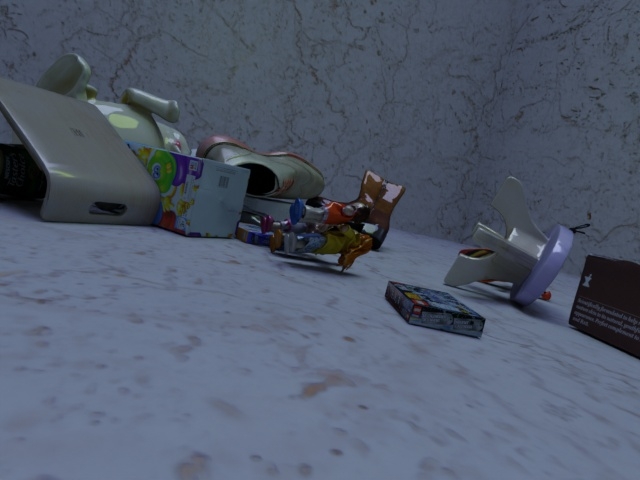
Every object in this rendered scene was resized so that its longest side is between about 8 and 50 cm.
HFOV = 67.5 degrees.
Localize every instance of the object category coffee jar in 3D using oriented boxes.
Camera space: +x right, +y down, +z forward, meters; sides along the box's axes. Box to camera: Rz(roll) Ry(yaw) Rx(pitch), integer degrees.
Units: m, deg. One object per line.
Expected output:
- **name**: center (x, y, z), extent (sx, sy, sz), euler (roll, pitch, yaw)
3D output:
- **coffee jar**: center (-0.524, -0.117, 0.784), extent (0.079, 0.096, 0.184), euler (11, 6, 6)

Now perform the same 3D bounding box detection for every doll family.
- **doll family**: center (0.000, 0.000, 0.878), extent (0.163, 0.118, 0.263), euler (1, -5, -24)

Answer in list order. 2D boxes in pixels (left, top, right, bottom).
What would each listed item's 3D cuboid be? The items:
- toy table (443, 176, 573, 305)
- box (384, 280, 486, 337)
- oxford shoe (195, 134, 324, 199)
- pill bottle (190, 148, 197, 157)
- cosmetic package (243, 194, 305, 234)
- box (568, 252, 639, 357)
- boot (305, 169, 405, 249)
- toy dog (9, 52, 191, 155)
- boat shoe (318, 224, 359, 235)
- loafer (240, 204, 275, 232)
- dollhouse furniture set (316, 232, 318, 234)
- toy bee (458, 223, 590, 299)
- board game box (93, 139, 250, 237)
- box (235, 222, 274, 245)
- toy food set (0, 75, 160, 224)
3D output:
- **toy table**: center (0.384, 0.018, 0.972), extent (0.161, 0.252, 0.274), euler (32, 1, 14)
- **box**: center (0.146, 0.088, 0.637), extent (0.093, 0.027, 0.137), euler (11, 6, -6)
- **oxford shoe**: center (-0.127, -0.153, 1.253), extent (0.397, 0.140, 0.146), euler (6, 33, -42)
- **pill bottle**: center (-0.371, -0.205, 1.597), extent (0.181, 0.182, 0.323), euler (14, 5, 11)
- **cosmetic package**: center (-0.143, -0.074, 1.318), extent (0.117, 0.086, 0.231), euler (16, 5, 34)
- **box**: center (0.635, 0.134, 0.766), extent (0.381, 0.143, 0.191), euler (14, 6, -10)
- **boot**: center (0.115, -0.135, 1.480), extent (0.264, 0.280, 0.096), euler (22, -39, 5)
- **toy dog**: center (-0.514, -0.218, 1.225), extent (0.395, 0.285, 0.408), euler (-25, -10, 25)
- **boat shoe**: center (0.036, -0.024, 1.327), extent (0.060, 0.064, 0.178), euler (12, 8, -35)
- **loafer**: center (-0.160, -0.045, 1.104), extent (0.061, 0.062, 0.170), euler (23, 11, 36)
- **dollhouse furniture set**: center (0.073, -0.069, 1.556), extent (0.151, 0.123, 0.144), euler (14, 5, 7)
- **toy bee**: center (0.497, 0.071, 1.172), extent (0.195, 0.162, 0.298), euler (-3, -10, -41)
- **board game box**: center (-0.302, -0.106, 0.952), extent (0.275, 0.142, 0.144), euler (16, 7, 28)
- **box**: center (-0.144, -0.014, 0.999), extent (0.081, 0.028, 0.136), euler (9, 9, -38)
- **toy food set**: center (-0.435, -0.149, 0.809), extent (0.306, 0.092, 0.219), euler (48, 17, 16)
